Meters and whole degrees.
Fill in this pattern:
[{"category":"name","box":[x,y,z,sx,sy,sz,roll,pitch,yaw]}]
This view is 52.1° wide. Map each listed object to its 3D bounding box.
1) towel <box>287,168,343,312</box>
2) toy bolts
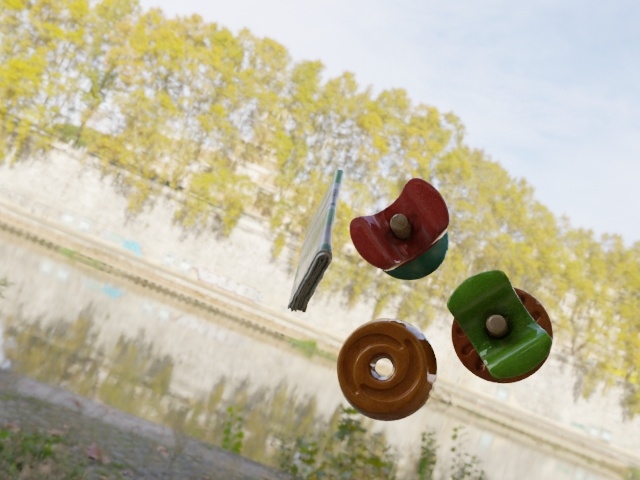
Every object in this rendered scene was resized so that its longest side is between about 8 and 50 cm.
[{"category":"towel","box":[0.000,0.000,0.777,0.023,0.152,0.113,22,-47,-8]},{"category":"toy bolts","box":[0.110,0.072,0.708,0.228,0.218,0.158,63,7,21]}]
